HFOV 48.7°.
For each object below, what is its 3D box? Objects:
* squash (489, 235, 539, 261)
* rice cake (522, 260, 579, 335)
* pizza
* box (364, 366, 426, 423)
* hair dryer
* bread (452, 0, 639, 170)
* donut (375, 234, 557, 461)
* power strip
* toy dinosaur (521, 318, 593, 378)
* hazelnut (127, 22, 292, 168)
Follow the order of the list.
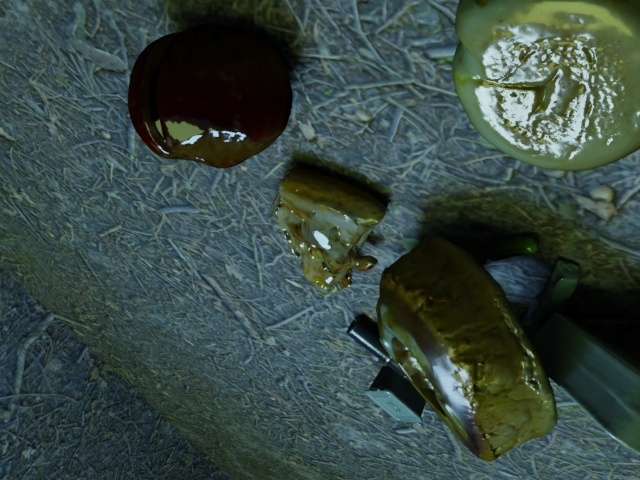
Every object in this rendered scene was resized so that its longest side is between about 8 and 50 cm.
[{"bbox_3d":[0.250,0.011,0.922,0.027,0.027,0.089,40,154,-15],"label":"squash"},{"bbox_3d":[0.309,0.084,0.969,0.042,0.030,0.180,9,148,4],"label":"rice cake"},{"bbox_3d":[0.000,0.000,1.102,0.189,0.071,0.297,28,152,6],"label":"pizza"},{"bbox_3d":[0.160,0.312,1.441,0.122,0.069,0.084,43,148,-21],"label":"box"},{"bbox_3d":[0.158,0.182,1.270,0.173,0.050,0.195,36,147,-9],"label":"hair dryer"},{"bbox_3d":[0.214,-0.156,0.609,0.214,0.104,0.213,22,147,16],"label":"bread"},{"bbox_3d":[0.185,0.154,0.989,0.329,0.160,0.330,62,176,7],"label":"donut"},{"bbox_3d":[0.408,0.222,0.896,0.261,0.141,0.229,27,-170,-19],"label":"power strip"},{"bbox_3d":[0.351,0.151,1.012,0.188,0.044,0.106,10,128,-6],"label":"toy dinosaur"},{"bbox_3d":[-0.130,-0.177,0.872,0.204,0.177,0.178,0,139,37],"label":"hazelnut"}]
